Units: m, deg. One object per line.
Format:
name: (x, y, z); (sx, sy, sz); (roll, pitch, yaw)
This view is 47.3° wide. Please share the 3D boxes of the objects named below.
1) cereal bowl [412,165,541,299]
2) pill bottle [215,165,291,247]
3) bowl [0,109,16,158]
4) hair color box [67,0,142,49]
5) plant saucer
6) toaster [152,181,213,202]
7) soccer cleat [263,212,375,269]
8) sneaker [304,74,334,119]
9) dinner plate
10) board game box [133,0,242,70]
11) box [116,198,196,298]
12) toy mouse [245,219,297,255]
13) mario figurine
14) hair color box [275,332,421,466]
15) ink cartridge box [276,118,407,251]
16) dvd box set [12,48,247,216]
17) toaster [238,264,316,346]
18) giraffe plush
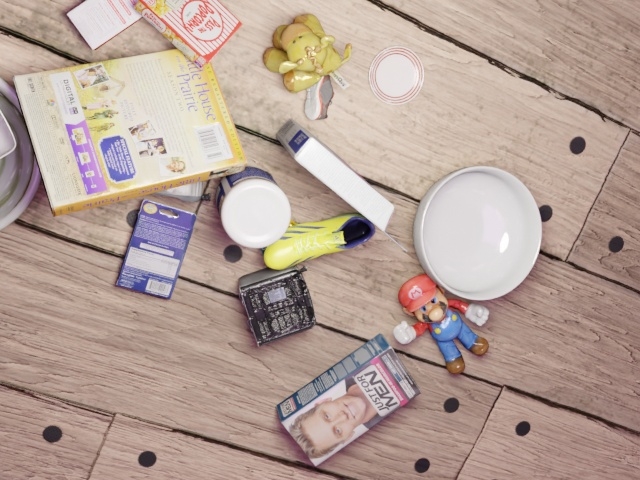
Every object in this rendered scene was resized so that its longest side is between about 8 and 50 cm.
cereal bowl: (0.382, -0.023, 1.864); (0.339, 0.141, 0.339); (-2, 96, -16)
pill bottle: (-0.162, -0.088, 1.675); (0.153, 0.264, 0.153); (-3, 107, -11)
bowl: (-0.719, -0.227, 1.520); (0.142, 0.053, 0.142); (-25, 108, -6)
hair color box: (-0.458, -0.505, 1.609); (0.167, 0.053, 0.093); (-34, 108, -1)
plant saucer: (-0.806, -0.198, 1.589); (0.401, 0.100, 0.400); (-3, 105, -11)
toaster: (-0.351, -0.172, 1.683); (0.227, 0.129, 0.146); (7, 101, -13)
soccer cleat: (0.000, -0.001, 1.781); (0.289, 0.121, 0.093); (-19, 106, -22)
sneaker: (0.003, -0.366, 1.756); (0.065, 0.061, 0.157); (2, 101, -44)
dinner plate: (0.186, -0.405, 1.797); (0.141, 0.017, 0.141); (-3, 106, -12)
board game box: (-0.289, -0.494, 1.612); (0.193, 0.045, 0.146); (41, 59, -17)
box: (-0.396, 0.019, 1.771); (0.136, 0.036, 0.225); (17, 102, -17)
toy mouse: (-0.123, -0.011, 1.826); (0.143, 0.031, 0.161); (-26, 108, -5)
mario figurine: (0.319, 0.222, 1.909); (0.320, 0.170, 0.198); (49, 56, -27)
hair color box: (0.075, 0.423, 1.948); (0.347, 0.105, 0.174); (-35, 109, -1)
ink cartridge box: (0.056, -0.137, 1.677); (0.330, 0.324, 0.071); (38, 96, -19)
dvd box set: (-0.403, -0.246, 1.569); (0.420, 0.062, 0.307); (-17, 78, -22)
toaster: (-0.104, 0.151, 1.832); (0.186, 0.110, 0.168); (-19, 108, -7)
giraffe plush: (-0.035, -0.417, 1.630); (0.210, 0.170, 0.181); (31, 99, 9)
